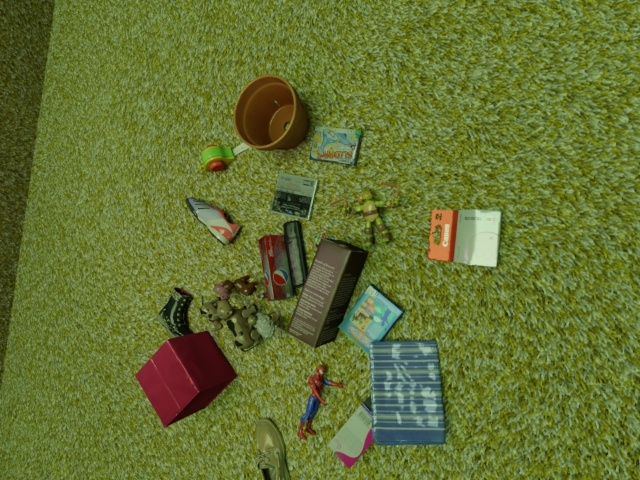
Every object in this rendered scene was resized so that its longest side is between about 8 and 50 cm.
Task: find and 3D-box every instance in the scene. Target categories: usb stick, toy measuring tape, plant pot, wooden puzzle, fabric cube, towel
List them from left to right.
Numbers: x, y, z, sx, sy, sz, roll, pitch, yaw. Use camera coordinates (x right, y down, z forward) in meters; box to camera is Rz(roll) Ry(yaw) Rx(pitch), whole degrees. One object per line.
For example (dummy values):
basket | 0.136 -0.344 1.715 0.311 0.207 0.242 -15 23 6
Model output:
fabric cube | -0.574 0.583 1.749 0.259 0.254 0.258 -46 71 15
toy measuring tape | -0.429 -0.399 1.821 0.330 0.121 0.122 -26 76 22
plant pot | -0.178 -0.492 1.657 0.290 0.203 0.291 -2 85 26
usb stick | -0.102 0.054 1.672 0.077 0.045 0.278 -12 81 17
wooden puzzle | 0.000 0.000 1.643 0.116 0.014 0.079 -29 75 21
towel | 0.290 0.513 1.387 0.243 0.040 0.336 -3 72 8

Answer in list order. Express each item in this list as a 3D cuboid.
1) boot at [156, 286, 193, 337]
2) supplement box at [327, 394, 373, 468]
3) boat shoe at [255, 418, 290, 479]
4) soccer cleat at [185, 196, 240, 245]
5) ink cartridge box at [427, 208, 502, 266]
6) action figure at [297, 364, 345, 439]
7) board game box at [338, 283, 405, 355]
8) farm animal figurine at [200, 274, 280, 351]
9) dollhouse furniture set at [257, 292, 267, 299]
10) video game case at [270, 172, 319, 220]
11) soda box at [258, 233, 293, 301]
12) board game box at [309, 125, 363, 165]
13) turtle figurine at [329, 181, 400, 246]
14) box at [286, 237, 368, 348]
boot | -0.648 0.346 1.892 0.236 0.085 0.179 33 98 25
supplement box | 0.145 0.689 1.473 0.111 0.114 0.220 41 102 21
boat shoe | -0.204 0.880 1.634 0.109 0.098 0.303 -21 78 23
soccer cleat | -0.492 -0.110 1.850 0.116 0.109 0.318 -45 65 -7
ink cartridge box | 0.488 -0.013 1.388 0.232 0.066 0.189 5 89 22
action figure | 0.004 0.626 1.558 0.139 0.091 0.281 10 92 32
board game box | 0.188 0.293 1.514 0.160 0.047 0.210 40 103 22
farm animal figurine | -0.366 0.313 1.676 0.330 0.172 0.327 -40 83 41
dollhouse furniture set | -0.239 0.193 1.707 0.090 0.081 0.115 -3 85 25
video game case | -0.109 -0.185 1.704 0.190 0.022 0.173 14 92 25
soda box | -0.184 0.111 1.667 0.083 0.092 0.264 -28 70 62
board game box | 0.061 -0.378 1.627 0.201 0.035 0.136 12 92 26
turtle figurine | 0.180 -0.092 1.523 0.269 0.087 0.218 -12 89 16
box | 0.029 0.190 1.519 0.143 0.191 0.382 25 97 25
